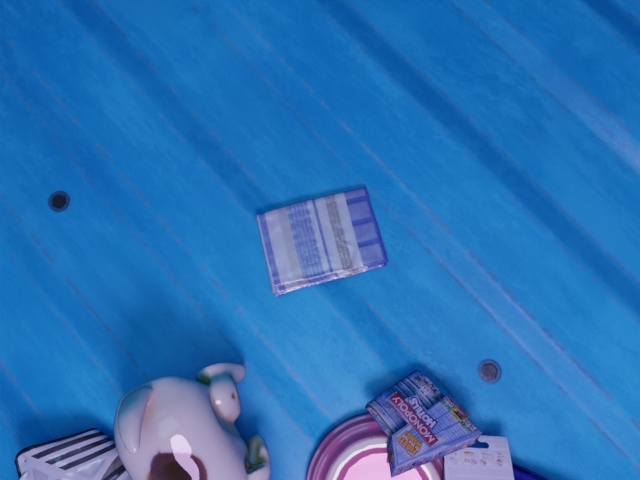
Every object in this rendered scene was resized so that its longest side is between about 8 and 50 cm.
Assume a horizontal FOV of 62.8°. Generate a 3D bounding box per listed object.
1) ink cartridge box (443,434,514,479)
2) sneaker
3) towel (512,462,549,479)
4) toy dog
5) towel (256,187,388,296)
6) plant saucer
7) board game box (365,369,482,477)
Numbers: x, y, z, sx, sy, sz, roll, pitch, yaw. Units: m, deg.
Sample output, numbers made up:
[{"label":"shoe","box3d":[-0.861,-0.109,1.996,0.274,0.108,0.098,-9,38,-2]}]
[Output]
[{"label":"ink cartridge box","box3d":[0.321,0.494,1.074,0.145,0.045,0.179,3,50,0]},{"label":"sneaker","box3d":[-0.593,0.602,1.115,0.257,0.169,0.447,36,75,17]},{"label":"towel","box3d":[0.392,0.633,1.096,0.227,0.076,0.308,23,80,11]},{"label":"toy dog","box3d":[-0.214,0.462,0.999,0.284,0.395,0.408,-23,70,-11]},{"label":"towel","box3d":[0.000,0.000,1.251,0.285,0.034,0.209,-15,77,-2]},{"label":"plant saucer","box3d":[0.131,0.541,1.115,0.332,0.084,0.332,0,79,2]},{"label":"board game box","box3d":[0.192,0.385,1.088,0.194,0.060,0.194,-26,54,-26]}]
